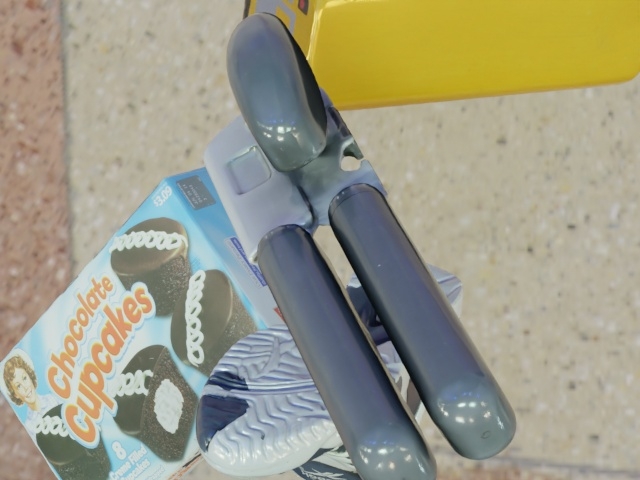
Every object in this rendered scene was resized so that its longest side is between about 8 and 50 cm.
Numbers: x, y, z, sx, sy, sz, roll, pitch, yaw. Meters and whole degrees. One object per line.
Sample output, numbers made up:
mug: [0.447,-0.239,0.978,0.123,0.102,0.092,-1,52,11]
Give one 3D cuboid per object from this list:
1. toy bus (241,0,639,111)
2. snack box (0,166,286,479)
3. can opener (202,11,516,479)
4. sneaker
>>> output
toy bus: [0.111,-0.167,1.058,0.333,0.130,0.108,-8,124,-27]
snack box: [-0.148,0.104,1.352,0.187,0.060,0.322,55,129,12]
can opener: [0.000,0.000,0.706,0.074,0.280,0.093,-31,132,4]
sneaker: [0.002,0.118,0.953,0.094,0.235,0.153,19,122,18]
